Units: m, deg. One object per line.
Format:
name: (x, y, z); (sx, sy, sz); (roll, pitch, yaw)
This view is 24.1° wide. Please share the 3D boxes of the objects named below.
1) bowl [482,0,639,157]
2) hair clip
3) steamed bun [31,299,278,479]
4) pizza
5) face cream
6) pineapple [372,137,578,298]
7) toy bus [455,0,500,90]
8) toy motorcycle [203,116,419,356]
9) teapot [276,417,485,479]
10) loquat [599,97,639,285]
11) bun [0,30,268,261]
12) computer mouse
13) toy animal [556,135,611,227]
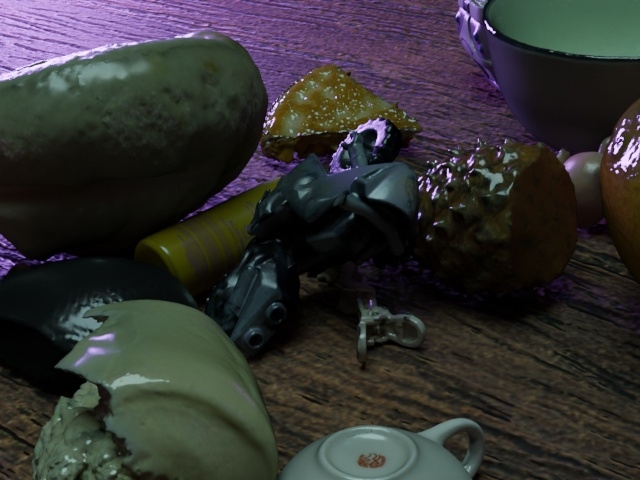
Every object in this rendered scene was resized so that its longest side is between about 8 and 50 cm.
bowl: (0.362, -0.183, 1.697); (0.354, 0.185, 0.354); (-5, 27, 3)
hair clip: (0.039, 0.054, 1.477); (0.072, 0.034, 0.226); (-9, 25, -13)
steamed bun: (-0.150, 0.143, 1.168); (0.200, 0.170, 0.225); (-40, 23, 2)
pizza: (0.035, -0.140, 1.835); (0.199, 0.062, 0.188); (15, 46, 26)
face cream: (-0.067, -0.016, 1.587); (0.273, 0.078, 0.078); (-27, 33, -34)
pineapple: (0.113, -0.027, 1.505); (0.279, 0.158, 0.158); (3, 27, 40)
toy bus: (0.284, -0.274, 1.943); (0.202, 0.142, 0.142); (-9, 27, -7)
toy motorcycle: (0.000, 0.000, 1.434); (0.270, 0.106, 0.159); (-50, 34, -3)
teapot: (0.048, 0.197, 1.132); (0.245, 0.116, 0.159); (-20, 18, -37)
loquat: (0.381, -0.050, 1.329); (0.275, 0.275, 0.275); (-5, 27, 3)
bun: (-0.227, -0.096, 1.603); (0.365, 0.219, 0.365); (-16, 6, 2)
computer mouse: (-0.246, 0.059, 1.471); (0.295, 0.087, 0.168); (16, 32, 41)
toy animal: (0.257, -0.045, 1.571); (0.150, 0.083, 0.089); (-24, 10, 3)
